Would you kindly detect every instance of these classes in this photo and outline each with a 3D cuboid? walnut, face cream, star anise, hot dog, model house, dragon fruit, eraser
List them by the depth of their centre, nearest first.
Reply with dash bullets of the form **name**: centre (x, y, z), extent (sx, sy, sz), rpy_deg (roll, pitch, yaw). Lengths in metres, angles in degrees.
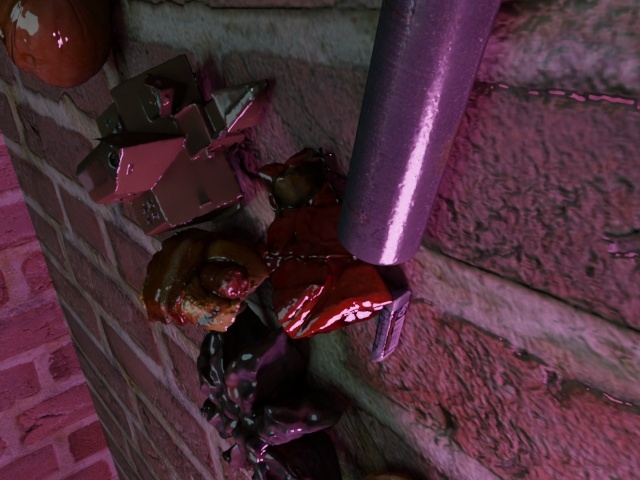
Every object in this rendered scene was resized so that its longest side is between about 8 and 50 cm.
- **face cream**: centre (0.067, -0.103, 0.445), extent (0.073, 0.073, 0.284), rpy_deg (45, 144, 32)
- **dragon fruit**: centre (0.012, -0.010, 0.608), extent (0.092, 0.122, 0.192), rpy_deg (-36, 58, 34)
- **eraser**: centre (0.066, 0.083, 0.617), extent (0.019, 0.027, 0.099), rpy_deg (35, 139, 30)
- **model house**: centre (-0.149, -0.120, 0.717), extent (0.248, 0.176, 0.181), rpy_deg (-27, 87, 43)
- **hot dog**: centre (-0.161, 0.044, 0.824), extent (0.213, 0.146, 0.103), rpy_deg (-3, 137, 47)
- **star anise**: centre (-0.078, 0.229, 0.856), extent (0.331, 0.117, 0.332), rpy_deg (29, 131, 40)
- **walnut**: centre (-0.392, -0.320, 0.939), extent (0.168, 0.167, 0.207), rpy_deg (61, 151, 9)

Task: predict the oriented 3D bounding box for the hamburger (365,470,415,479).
- **hamburger**: centre (0.084, 0.325, 0.702), extent (0.138, 0.083, 0.147), rpy_deg (62, 146, 7)
